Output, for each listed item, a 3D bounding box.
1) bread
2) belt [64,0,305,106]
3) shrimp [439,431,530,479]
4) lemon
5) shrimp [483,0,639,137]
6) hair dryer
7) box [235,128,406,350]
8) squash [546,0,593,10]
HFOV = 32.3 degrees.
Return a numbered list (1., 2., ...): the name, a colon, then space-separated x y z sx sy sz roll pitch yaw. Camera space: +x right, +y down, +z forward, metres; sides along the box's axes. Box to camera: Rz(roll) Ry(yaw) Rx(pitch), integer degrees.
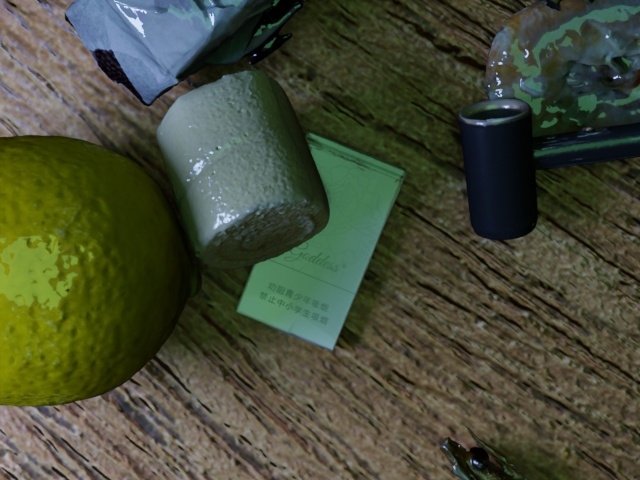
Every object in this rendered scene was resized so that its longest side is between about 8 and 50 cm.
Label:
1. bread: -0.072 -0.063 1.022 0.134 0.148 0.141 -20 72 -2
2. belt: -0.087 -0.245 1.017 0.289 0.184 0.164 -40 98 7
3. shrimp: 0.197 0.322 1.115 0.152 0.063 0.287 -43 94 13
4. lemon: -0.267 0.027 0.995 0.320 0.245 0.245 2 93 -7
5. shrimp: 0.318 -0.184 1.088 0.317 0.062 0.164 -17 101 3
6. hair dryer: 0.264 -0.075 1.063 0.255 0.070 0.128 -5 113 3
7. box: 0.000 0.000 1.105 0.109 0.029 0.198 22 94 -2
8. squash: 0.330 -0.335 1.054 0.087 0.087 0.331 42 82 -3
